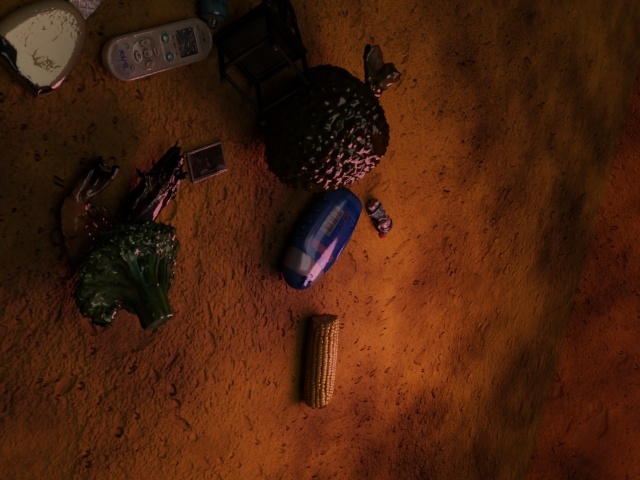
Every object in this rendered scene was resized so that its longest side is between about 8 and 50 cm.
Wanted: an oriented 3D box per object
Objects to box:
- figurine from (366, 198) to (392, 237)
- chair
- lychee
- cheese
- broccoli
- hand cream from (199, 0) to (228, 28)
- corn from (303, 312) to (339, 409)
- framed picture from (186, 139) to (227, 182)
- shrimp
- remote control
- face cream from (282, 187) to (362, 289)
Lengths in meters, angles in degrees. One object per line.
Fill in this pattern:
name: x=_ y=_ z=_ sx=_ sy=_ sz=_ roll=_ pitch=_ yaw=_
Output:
figurine: x=0.153 y=-0.059 z=1.720 sx=0.106 sy=0.047 sz=0.060 roll=58 pitch=45 yaw=-34
chair: x=-0.113 y=-0.382 z=1.293 sx=0.154 sy=0.141 sz=0.260 roll=44 pitch=26 yaw=-44
lychee: x=0.023 y=-0.242 z=1.377 sx=0.320 sy=0.270 sz=0.270 roll=-25 pitch=120 yaw=-24
cheese: x=-0.407 y=-0.350 z=1.053 sx=0.251 sy=0.054 sz=0.127 roll=-54 pitch=133 yaw=-20
broccoli: x=-0.315 y=0.073 z=1.123 sx=0.220 sy=0.194 sz=0.194 roll=-35 pitch=130 yaw=0
hand cream: x=-0.195 y=-0.511 z=1.235 sx=0.083 sy=0.048 sz=0.224 roll=5 pitch=93 yaw=-47
corn: x=0.002 y=0.306 z=1.653 sx=0.081 sy=0.081 sz=0.248 roll=-8 pitch=108 yaw=-44
framed picture: x=-0.229 y=-0.159 z=1.328 sx=0.089 sy=0.007 sz=0.066 roll=-27 pitch=120 yaw=-38
shrimp: x=-0.361 y=-0.075 z=1.178 sx=0.289 sy=0.075 sz=0.178 roll=-55 pitch=138 yaw=2
remote control: x=-0.291 y=-0.344 z=1.182 sx=0.221 sy=0.042 sz=0.078 roll=-31 pitch=122 yaw=-37
face cream: x=0.000 y=0.000 z=1.554 sx=0.264 sy=0.083 sz=0.149 roll=-57 pitch=134 yaw=-16
